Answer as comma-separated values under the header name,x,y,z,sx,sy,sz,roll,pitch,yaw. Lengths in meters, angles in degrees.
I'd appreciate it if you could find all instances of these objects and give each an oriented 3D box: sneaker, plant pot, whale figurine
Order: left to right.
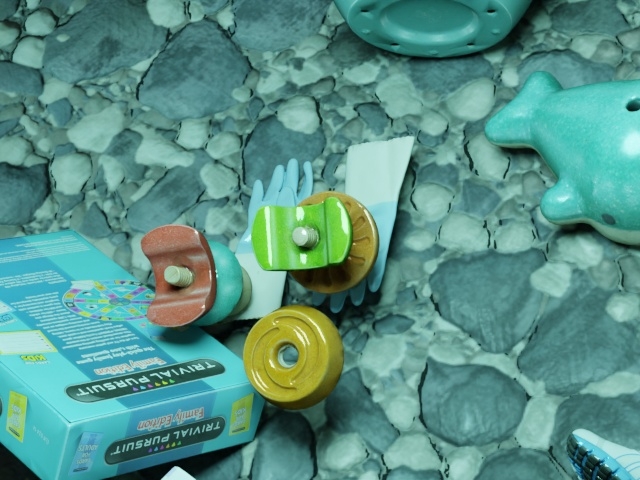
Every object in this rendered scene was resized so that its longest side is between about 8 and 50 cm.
name,x,y,z,sx,sy,sz,roll,pitch,yaw
plant pot,0.126,-0.345,2.096,0.293,0.293,0.235,-3,68,17
whale figurine,0.291,-0.111,1.933,0.272,0.141,0.216,30,68,36
sneaker,0.311,0.221,1.719,0.190,0.071,0.083,34,63,28

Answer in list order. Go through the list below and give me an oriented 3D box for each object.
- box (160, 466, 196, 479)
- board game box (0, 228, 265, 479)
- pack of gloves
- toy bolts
name,x,y,z,sx,sy,sz,roll,pitch,yaw
box,-0.077,0.303,1.613,0.063,0.324,0.067,33,71,33
board game box,-0.258,0.110,1.900,0.253,0.079,0.336,-9,34,-44
pack of gloves,0.000,0.000,2.027,0.195,0.046,0.232,-8,47,28
toy bolts,-0.051,0.062,1.892,0.228,0.158,0.218,-3,82,20
